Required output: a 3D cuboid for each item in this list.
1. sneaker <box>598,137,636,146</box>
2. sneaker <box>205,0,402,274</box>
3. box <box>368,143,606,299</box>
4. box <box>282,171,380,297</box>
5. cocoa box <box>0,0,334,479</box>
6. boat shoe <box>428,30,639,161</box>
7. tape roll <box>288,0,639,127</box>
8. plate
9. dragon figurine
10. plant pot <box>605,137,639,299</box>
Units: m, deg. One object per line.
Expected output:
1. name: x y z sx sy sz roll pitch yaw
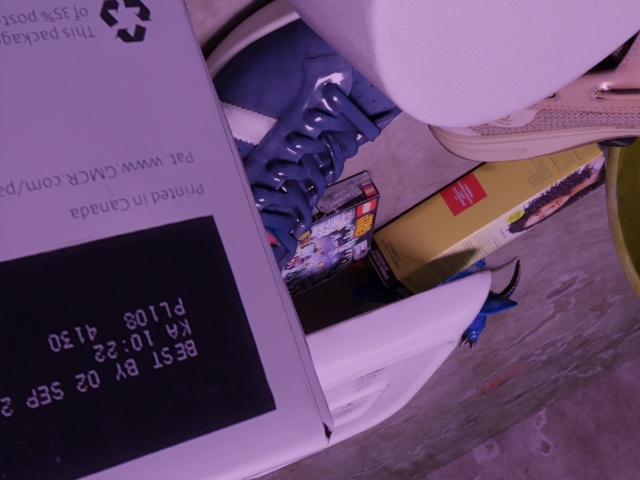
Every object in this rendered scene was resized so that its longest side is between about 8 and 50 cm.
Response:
1. sneaker: 0.305 -0.162 0.773 0.283 0.124 0.107 -29 159 -1
2. sneaker: -0.048 -0.013 0.618 0.350 0.148 0.131 -36 143 16
3. box: 0.157 -0.029 0.977 0.232 0.058 0.087 -32 157 10
4. box: 0.000 0.000 0.891 0.094 0.027 0.137 -24 157 -13
5. cocoa box: -0.221 0.032 0.370 0.347 0.231 0.228 -14 171 -32
6. boat shoe: 0.214 -0.130 0.639 0.341 0.121 0.110 -13 152 22
7. tape roll: 0.139 -0.214 0.412 0.392 0.072 0.392 -37 158 -18
8. plate: 0.015 0.147 0.984 0.277 0.045 0.278 -17 155 -28
9. dragon figurine: 0.154 0.061 1.131 0.289 0.085 0.144 -14 154 -30
10. plant pot: 0.506 -0.068 0.983 0.366 0.366 0.353 -43 166 31
